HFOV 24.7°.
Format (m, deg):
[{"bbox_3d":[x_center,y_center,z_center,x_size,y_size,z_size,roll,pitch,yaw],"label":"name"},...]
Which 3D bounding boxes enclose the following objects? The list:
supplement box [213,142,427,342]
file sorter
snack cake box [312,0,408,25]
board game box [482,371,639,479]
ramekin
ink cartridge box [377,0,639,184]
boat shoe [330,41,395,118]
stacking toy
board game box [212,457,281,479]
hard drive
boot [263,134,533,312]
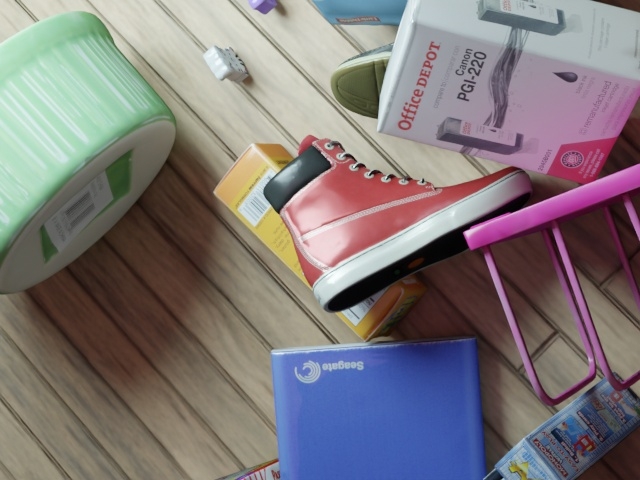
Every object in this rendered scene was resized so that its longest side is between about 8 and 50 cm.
[{"bbox_3d":[0.000,0.000,1.533,0.233,0.078,0.080,46,108,15],"label":"supplement box"},{"bbox_3d":[0.319,0.018,1.311,0.291,0.202,0.182,-22,86,26],"label":"file sorter"},{"bbox_3d":[0.126,-0.292,1.416,0.264,0.089,0.152,4,73,25],"label":"snack cake box"},{"bbox_3d":[0.204,0.220,1.386,0.194,0.194,0.060,-45,75,21],"label":"board game box"},{"bbox_3d":[-0.295,-0.083,1.552,0.148,0.303,0.303,45,111,8],"label":"ramekin"},{"bbox_3d":[0.174,-0.153,1.345,0.218,0.092,0.158,15,143,-1],"label":"ink cartridge box"},{"bbox_3d":[0.122,-0.176,1.462,0.224,0.073,0.080,-7,130,21],"label":"boat shoe"},{"bbox_3d":[-0.088,-0.299,1.569,0.167,0.052,0.221,-37,76,22],"label":"stacking toy"},{"bbox_3d":[-0.119,0.286,1.574,0.193,0.147,0.045,-23,85,25],"label":"board game box"},{"bbox_3d":[0.066,0.264,1.498,0.210,0.040,0.318,-4,92,2],"label":"hard drive"},{"bbox_3d":[0.074,-0.057,1.457,0.244,0.088,0.176,-25,68,-6],"label":"boot"}]
